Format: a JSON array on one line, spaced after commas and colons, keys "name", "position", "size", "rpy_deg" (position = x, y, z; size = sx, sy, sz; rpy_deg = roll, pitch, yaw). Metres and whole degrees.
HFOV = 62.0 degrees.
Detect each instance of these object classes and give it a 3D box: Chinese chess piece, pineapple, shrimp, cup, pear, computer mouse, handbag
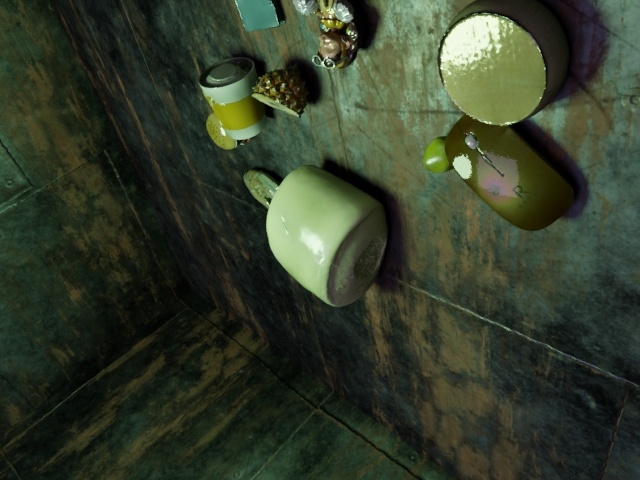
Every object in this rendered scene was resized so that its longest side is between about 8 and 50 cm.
[{"name": "Chinese chess piece", "position": [0.350, -0.348, 1.041], "size": [0.249, 0.103, 0.250], "rpy_deg": [35, 148, 25]}, {"name": "pineapple", "position": [-0.101, -0.454, 1.555], "size": [0.161, 0.137, 0.176], "rpy_deg": [21, -176, -33]}, {"name": "shrimp", "position": [-0.175, -0.157, 2.071], "size": [0.360, 0.085, 0.247], "rpy_deg": [32, 156, 38]}, {"name": "cup", "position": [-0.286, -0.476, 1.758], "size": [0.241, 0.185, 0.226], "rpy_deg": [50, 165, 45]}, {"name": "pear", "position": [0.295, -0.210, 1.300], "size": [0.092, 0.096, 0.092], "rpy_deg": [64, -178, -5]}, {"name": "computer mouse", "position": [0.411, -0.156, 1.180], "size": [0.310, 0.071, 0.158], "rpy_deg": [47, 128, 8]}, {"name": "handbag", "position": [-0.185, -0.693, 1.462], "size": [0.144, 0.057, 0.221], "rpy_deg": [17, 137, 40]}]

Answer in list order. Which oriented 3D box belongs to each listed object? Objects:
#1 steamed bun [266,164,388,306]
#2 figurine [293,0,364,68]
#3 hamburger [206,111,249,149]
[{"name": "steamed bun", "position": [0.000, 0.000, 1.766], "size": [0.371, 0.290, 0.456], "rpy_deg": [34, 148, 29]}, {"name": "figurine", "position": [0.035, -0.531, 1.268], "size": [0.174, 0.115, 0.240], "rpy_deg": [25, 137, 36]}, {"name": "hamburger", "position": [-0.335, -0.409, 1.930], "size": [0.175, 0.137, 0.175], "rpy_deg": [39, 152, 25]}]
